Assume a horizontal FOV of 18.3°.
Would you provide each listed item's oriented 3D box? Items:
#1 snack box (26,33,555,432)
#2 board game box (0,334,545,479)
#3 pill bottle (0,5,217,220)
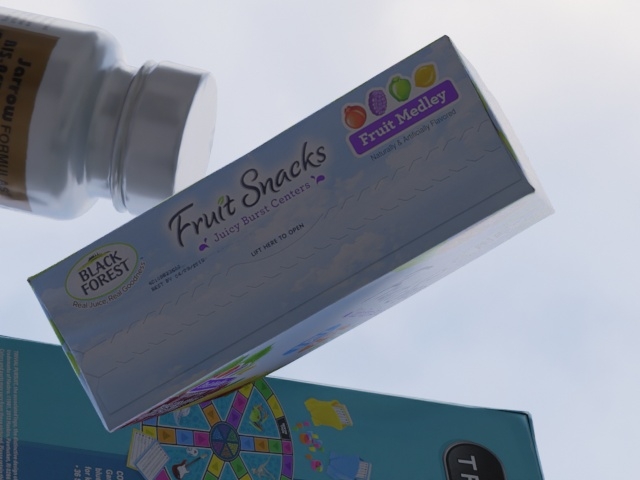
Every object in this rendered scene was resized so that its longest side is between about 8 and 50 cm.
[{"bbox_3d":[0.000,0.000,0.780,0.174,0.207,0.070,-30,-94,6],"label":"snack box"},{"bbox_3d":[-0.040,0.178,0.971,0.336,0.079,0.253,10,-140,-17],"label":"board game box"},{"bbox_3d":[-0.191,-0.083,1.299,0.229,0.131,0.131,12,-112,8],"label":"pill bottle"}]
